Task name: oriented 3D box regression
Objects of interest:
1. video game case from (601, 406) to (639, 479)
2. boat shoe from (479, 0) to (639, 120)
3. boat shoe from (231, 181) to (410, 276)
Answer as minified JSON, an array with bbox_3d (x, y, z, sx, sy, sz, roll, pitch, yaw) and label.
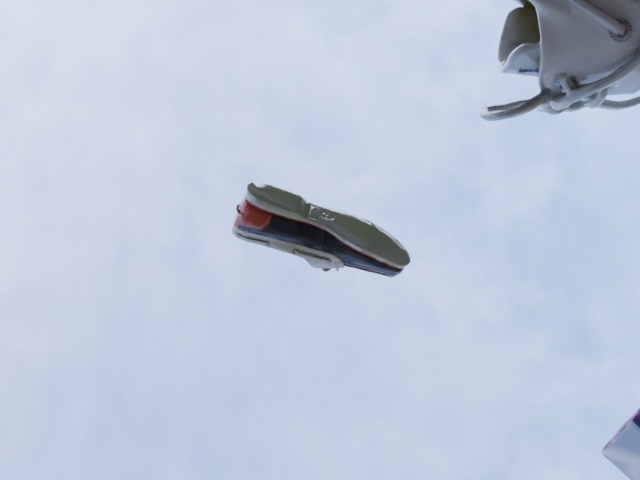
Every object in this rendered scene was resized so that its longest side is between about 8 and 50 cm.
[{"bbox_3d":[0.284,0.104,0.779,0.210,0.232,0.042,42,-139,11],"label":"video game case"},{"bbox_3d":[0.150,-0.132,0.938,0.367,0.136,0.156,32,-86,-6],"label":"boat shoe"},{"bbox_3d":[0.000,0.000,1.182,0.137,0.043,0.049,21,-155,-3],"label":"boat shoe"}]
